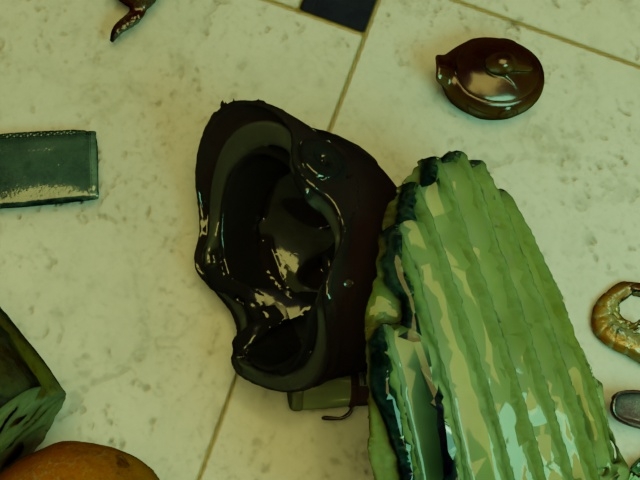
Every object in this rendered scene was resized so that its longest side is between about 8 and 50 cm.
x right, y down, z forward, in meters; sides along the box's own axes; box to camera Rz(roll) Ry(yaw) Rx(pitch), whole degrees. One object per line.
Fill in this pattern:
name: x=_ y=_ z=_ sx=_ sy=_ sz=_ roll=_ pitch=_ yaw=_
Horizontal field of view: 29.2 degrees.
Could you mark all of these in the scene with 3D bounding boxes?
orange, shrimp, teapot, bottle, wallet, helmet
orange: x=-0.234 y=0.302 z=1.154 sx=0.224 sy=0.170 sz=0.224 roll=-6 pitch=64 yaw=13
shrimp: x=0.359 y=0.100 z=1.350 sx=0.127 sy=0.025 sz=0.091 roll=43 pitch=72 yaw=11
teapot: x=0.191 y=-0.189 z=1.392 sx=0.129 sy=0.078 sz=0.098 roll=5 pitch=72 yaw=-4
bottle: x=0.017 y=0.157 z=1.290 sx=0.101 sy=0.047 sz=0.063 roll=0 pitch=109 yaw=-10
wallet: x=-0.306 y=-0.077 z=1.335 sx=0.129 sy=0.026 sz=0.088 roll=-5 pitch=70 yaw=-6
helmet: x=0.000 y=0.000 z=1.252 sx=0.177 sy=0.225 sz=0.305 roll=-2 pitch=68 yaw=-33

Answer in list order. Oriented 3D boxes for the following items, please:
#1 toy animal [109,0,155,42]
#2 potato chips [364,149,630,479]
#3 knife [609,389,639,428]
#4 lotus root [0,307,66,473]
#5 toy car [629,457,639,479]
toy animal: x=-0.262 y=-0.353 z=1.394 sx=0.260 sy=0.087 sz=0.243 roll=-33 pitch=77 yaw=-17
potato chips: x=0.162 y=0.116 z=1.179 sx=0.358 sy=0.070 sz=0.429 roll=-5 pitch=76 yaw=-48
knife: x=0.439 y=0.205 z=1.312 sx=0.278 sy=0.053 sz=0.123 roll=9 pitch=78 yaw=-1
lotus root: x=-0.427 y=0.106 z=1.168 sx=0.250 sy=0.250 sz=0.346 roll=-40 pitch=75 yaw=-15
toy car: x=0.330 y=0.276 z=1.289 sx=0.059 sy=0.035 sz=0.122 roll=43 pitch=65 yaw=8
